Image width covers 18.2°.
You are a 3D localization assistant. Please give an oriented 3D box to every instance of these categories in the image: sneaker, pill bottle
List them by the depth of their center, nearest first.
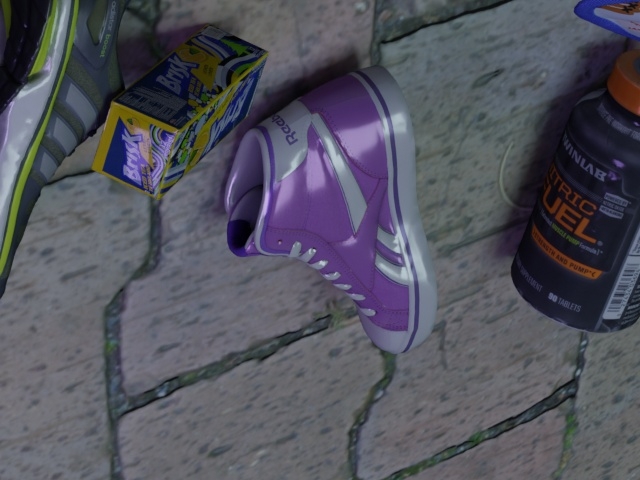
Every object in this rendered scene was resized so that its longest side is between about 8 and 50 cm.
[{"bbox_3d":[-0.195,-0.074,1.348,0.121,0.111,0.300,-14,138,-45],"label":"sneaker"},{"bbox_3d":[-0.001,-0.001,1.619,0.161,0.102,0.282,-27,130,-17],"label":"sneaker"},{"bbox_3d":[0.268,-0.048,1.793,0.130,0.130,0.245,-11,132,-37],"label":"pill bottle"}]

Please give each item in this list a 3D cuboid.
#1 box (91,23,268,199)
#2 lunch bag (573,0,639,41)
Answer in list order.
[{"bbox_3d":[-0.096,-0.093,1.397,0.169,0.054,0.059,-49,162,-59],"label":"box"},{"bbox_3d":[0.288,-0.248,1.403,0.328,0.385,0.239,11,117,-49],"label":"lunch bag"}]
